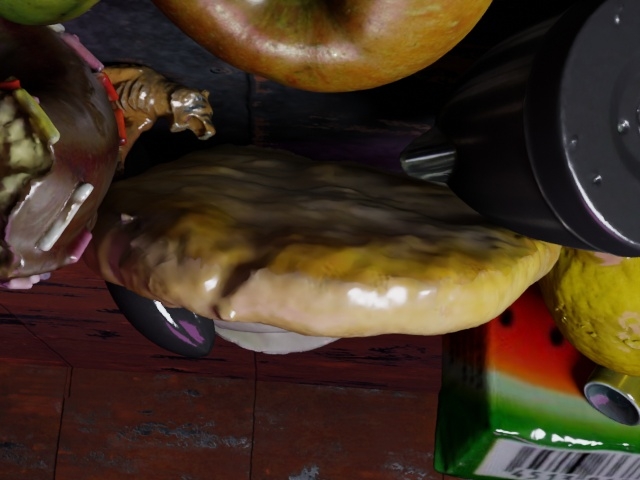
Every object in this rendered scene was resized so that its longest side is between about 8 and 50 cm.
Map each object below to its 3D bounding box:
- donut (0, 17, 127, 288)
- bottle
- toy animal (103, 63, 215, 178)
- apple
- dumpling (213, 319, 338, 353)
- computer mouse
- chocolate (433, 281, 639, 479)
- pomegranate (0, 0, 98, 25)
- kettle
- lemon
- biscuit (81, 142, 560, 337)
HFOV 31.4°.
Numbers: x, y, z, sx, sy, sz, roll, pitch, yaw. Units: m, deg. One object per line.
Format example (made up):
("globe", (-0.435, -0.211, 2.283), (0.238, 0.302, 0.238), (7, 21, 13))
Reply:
("donut", (-0.277, -0.127, 0.819), (0.345, 0.136, 0.259), (41, -161, -5))
("bottle", (0.428, 0.096, 1.396), (0.082, 0.286, 0.082), (32, 154, 18))
("toy animal", (-0.220, -0.118, 1.156), (0.116, 0.114, 0.255), (-31, -170, -32))
("apple", (-0.001, -0.201, 0.631), (0.237, 0.207, 0.237), (5, 145, 3))
("dumpling", (-0.088, 0.037, 1.411), (0.341, 0.181, 0.260), (6, 142, -11))
("computer mouse", (-0.205, 0.015, 1.274), (0.086, 0.270, 0.137), (-21, 176, -23))
("chocolate", (0.339, 0.146, 1.493), (0.360, 0.341, 0.161), (7, 154, -7))
("pomegranate", (-0.190, -0.210, 0.769), (0.130, 0.130, 0.130), (4, 164, 1))
("kettle", (0.209, -0.105, 0.966), (0.207, 0.251, 0.271), (47, 159, -19))
("lemon", (0.355, 0.026, 1.226), (0.245, 0.245, 0.320), (-6, 163, 32))
("biscuit", (0.000, 0.001, 1.056), (0.429, 0.104, 0.446), (11, -164, 14))
